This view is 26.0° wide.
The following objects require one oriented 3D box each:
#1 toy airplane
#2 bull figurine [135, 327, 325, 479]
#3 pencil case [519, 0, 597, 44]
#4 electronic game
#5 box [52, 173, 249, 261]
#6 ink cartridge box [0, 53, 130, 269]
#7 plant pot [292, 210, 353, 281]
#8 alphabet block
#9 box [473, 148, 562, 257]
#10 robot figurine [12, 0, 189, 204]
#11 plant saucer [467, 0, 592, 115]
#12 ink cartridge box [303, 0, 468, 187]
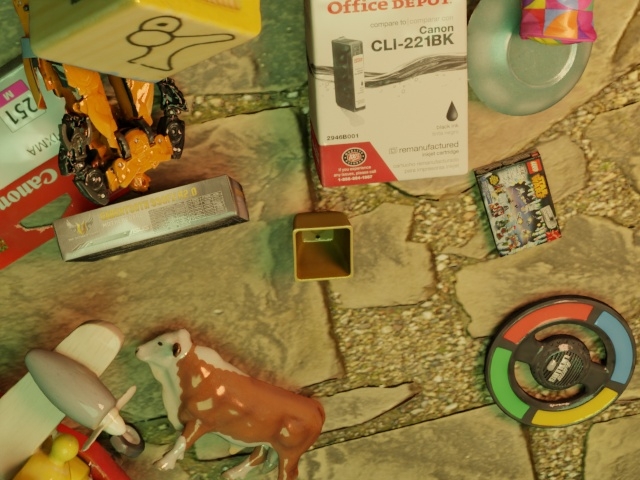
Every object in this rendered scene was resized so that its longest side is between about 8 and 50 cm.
[{"bbox_3d":[-0.429,0.301,1.905,0.384,0.272,0.386,-6,118,-2],"label":"toy airplane"},{"bbox_3d":[-0.140,0.252,1.993,0.310,0.101,0.188,25,95,-22],"label":"bull figurine"},{"bbox_3d":[0.301,-0.358,1.703,0.104,0.104,0.236,4,98,-8],"label":"pencil case"},{"bbox_3d":[0.355,0.182,2.055,0.229,0.048,0.229,-2,118,-5],"label":"electronic game"},{"bbox_3d":[-0.215,-0.026,1.808,0.231,0.183,0.056,-15,88,2],"label":"box"},{"bbox_3d":[-0.413,-0.087,1.825,0.275,0.060,0.239,-30,115,10],"label":"ink cartridge box"},{"bbox_3d":[0.000,0.000,1.900,0.081,0.083,0.081,-4,117,-4],"label":"plant pot"},{"bbox_3d":[-0.203,-0.308,1.584,0.197,0.193,0.192,-16,165,42],"label":"alphabet block"},{"bbox_3d":[0.276,-0.051,1.935,0.094,0.027,0.137,-19,118,3],"label":"box"},{"bbox_3d":[-0.273,-0.192,1.730,0.211,0.085,0.291,-35,121,-39],"label":"robot figurine"},{"bbox_3d":[0.278,-0.251,1.795,0.195,0.037,0.195,-8,113,-20],"label":"plant saucer"},{"bbox_3d":[0.084,-0.220,1.776,0.197,0.114,0.273,-6,117,-4],"label":"ink cartridge box"}]
